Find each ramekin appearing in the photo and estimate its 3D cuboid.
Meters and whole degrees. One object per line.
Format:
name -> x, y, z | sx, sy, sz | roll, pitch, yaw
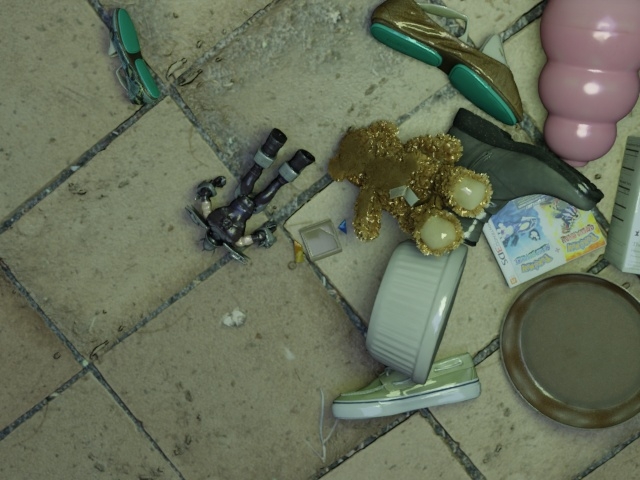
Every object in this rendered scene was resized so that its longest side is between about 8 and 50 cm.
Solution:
ramekin -> 0.176, 0.121, 1.620 | 0.127, 0.273, 0.273 | 18, 101, 11

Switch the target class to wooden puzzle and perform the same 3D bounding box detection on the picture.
wooden puzzle -> 0.000, 0.000, 1.728 | 0.116, 0.014, 0.078 | -13, 103, 6

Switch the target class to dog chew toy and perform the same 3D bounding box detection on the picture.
dog chew toy -> 0.485, -0.296, 1.563 | 0.206, 0.206, 0.332 | 6, 109, 2

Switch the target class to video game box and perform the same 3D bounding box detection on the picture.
video game box -> 0.417, -0.034, 1.681 | 0.205, 0.048, 0.187 | -26, 99, 8

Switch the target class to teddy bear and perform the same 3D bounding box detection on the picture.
teddy bear -> 0.164, -0.095, 1.585 | 0.338, 0.113, 0.245 | 15, 83, 42

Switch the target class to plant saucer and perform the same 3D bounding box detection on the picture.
plant saucer -> 0.498, 0.207, 1.665 | 0.310, 0.050, 0.310 | 7, 103, 29

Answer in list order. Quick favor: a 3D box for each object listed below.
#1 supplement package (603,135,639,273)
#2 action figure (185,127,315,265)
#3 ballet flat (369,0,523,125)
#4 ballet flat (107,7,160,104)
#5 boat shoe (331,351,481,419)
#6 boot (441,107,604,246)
supplement package -> 0.630, -0.063, 1.618 | 0.139, 0.134, 0.244 | 7, 100, 2
action figure -> -0.137, -0.077, 1.685 | 0.185, 0.099, 0.285 | 40, 104, -11
ballet flat -> 0.256, -0.353, 1.616 | 0.342, 0.116, 0.124 | 33, 81, 1
ballet flat -> -0.372, -0.347, 1.666 | 0.070, 0.070, 0.188 | -19, 95, 6
boat shoe -> 0.166, 0.291, 1.735 | 0.302, 0.109, 0.094 | -10, 84, -4
boot -> 0.330, -0.078, 1.593 | 0.338, 0.118, 0.223 | 37, 102, 39
